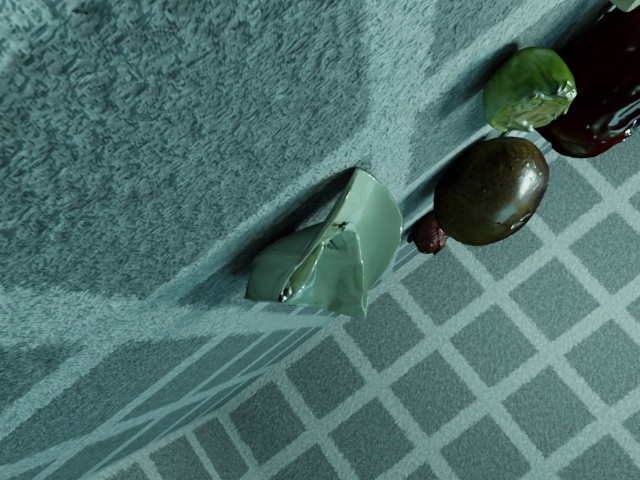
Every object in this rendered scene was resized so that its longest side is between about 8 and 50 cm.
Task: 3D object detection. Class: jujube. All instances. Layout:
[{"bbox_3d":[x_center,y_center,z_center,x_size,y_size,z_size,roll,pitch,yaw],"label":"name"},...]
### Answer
[{"bbox_3d":[0.614,-0.340,0.941,0.258,0.258,0.376,-24,154,-47],"label":"jujube"}]

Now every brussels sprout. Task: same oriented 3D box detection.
[{"bbox_3d":[0.361,-0.269,0.788,0.149,0.122,0.151,-3,163,6],"label":"brussels sprout"}]

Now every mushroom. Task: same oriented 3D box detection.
[{"bbox_3d":[0.491,-0.175,1.309,0.334,0.356,0.331,11,148,-20],"label":"mushroom"}]

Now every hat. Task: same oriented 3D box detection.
[{"bbox_3d":[0.002,0.006,0.799,0.258,0.168,0.301,22,97,-52],"label":"hat"}]

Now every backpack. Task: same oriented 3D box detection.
[{"bbox_3d":[0.458,-0.038,1.771,0.229,0.139,0.229,-37,167,-10],"label":"backpack"}]

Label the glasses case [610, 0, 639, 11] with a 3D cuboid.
[{"bbox_3d":[0.529,-0.481,0.602,0.144,0.076,0.336,-37,167,-9],"label":"glasses case"}]

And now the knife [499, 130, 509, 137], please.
[{"bbox_3d":[0.575,-0.344,1.322,0.028,0.015,0.210,-38,169,-32],"label":"knife"}]
